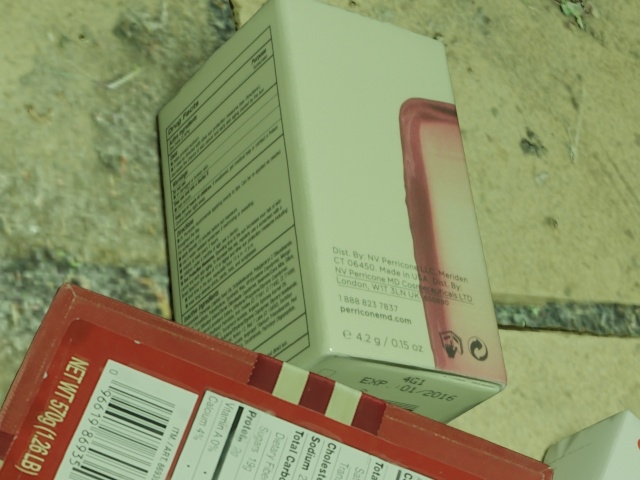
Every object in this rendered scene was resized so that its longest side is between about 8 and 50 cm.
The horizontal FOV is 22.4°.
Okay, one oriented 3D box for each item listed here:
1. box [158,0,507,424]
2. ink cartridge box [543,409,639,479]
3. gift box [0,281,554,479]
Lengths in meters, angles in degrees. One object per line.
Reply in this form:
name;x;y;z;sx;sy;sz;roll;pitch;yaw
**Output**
box;0.000;0.000;0.933;0.127;0.149;0.232;13;56;-33
ink cartridge box;0.185;0.222;0.986;0.140;0.082;0.190;41;47;-10
gift box;-0.078;0.189;0.683;0.276;0.258;0.255;24;49;1
